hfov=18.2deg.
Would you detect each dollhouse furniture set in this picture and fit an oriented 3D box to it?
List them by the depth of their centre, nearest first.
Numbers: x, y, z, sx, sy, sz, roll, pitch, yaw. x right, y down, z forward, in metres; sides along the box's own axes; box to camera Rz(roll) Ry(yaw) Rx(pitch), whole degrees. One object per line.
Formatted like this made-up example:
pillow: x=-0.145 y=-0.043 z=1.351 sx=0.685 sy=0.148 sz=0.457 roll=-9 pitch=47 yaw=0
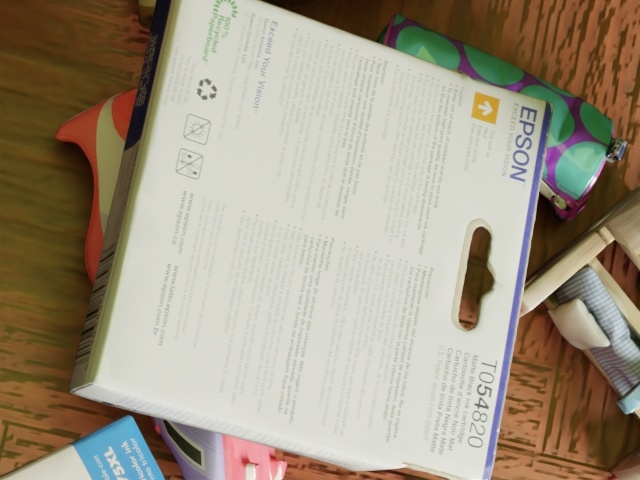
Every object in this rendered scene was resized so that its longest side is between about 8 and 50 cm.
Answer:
dollhouse furniture set: x=0.196 y=0.038 z=1.077 sx=0.129 sy=0.183 sz=0.129 roll=-39 pitch=89 yaw=-17

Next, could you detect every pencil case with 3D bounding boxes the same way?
pencil case: x=0.094 y=-0.069 z=1.140 sx=0.151 sy=0.064 sz=0.070 roll=25 pitch=49 yaw=-6

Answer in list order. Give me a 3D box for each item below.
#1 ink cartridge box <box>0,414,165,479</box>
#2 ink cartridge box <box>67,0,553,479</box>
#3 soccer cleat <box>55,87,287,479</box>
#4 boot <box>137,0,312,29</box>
ink cartridge box: x=-0.186 y=0.171 z=0.937 sx=0.231 sy=0.134 sz=0.078 roll=-22 pitch=84 yaw=-51
ink cartridge box: x=0.000 y=0.000 z=1.039 sx=0.224 sy=0.045 sz=0.223 roll=18 pitch=73 yaw=-20
soccer cleat: x=-0.080 y=0.039 z=1.081 sx=0.095 sy=0.083 sz=0.248 roll=-11 pitch=85 yaw=15
boot: x=-0.001 y=-0.242 z=1.091 sx=0.262 sy=0.095 sz=0.203 roll=-18 pitch=76 yaw=28
